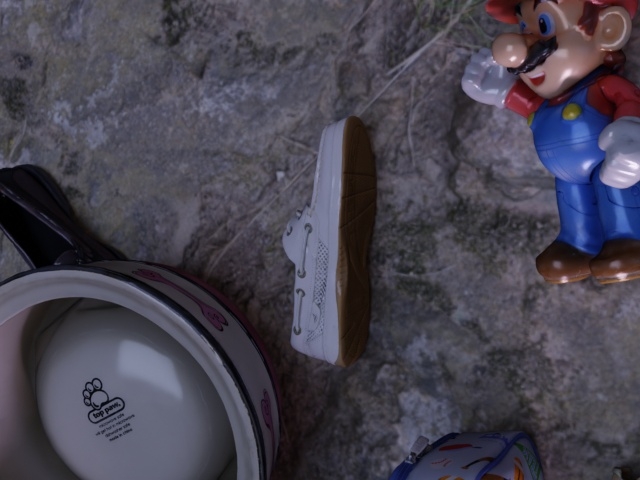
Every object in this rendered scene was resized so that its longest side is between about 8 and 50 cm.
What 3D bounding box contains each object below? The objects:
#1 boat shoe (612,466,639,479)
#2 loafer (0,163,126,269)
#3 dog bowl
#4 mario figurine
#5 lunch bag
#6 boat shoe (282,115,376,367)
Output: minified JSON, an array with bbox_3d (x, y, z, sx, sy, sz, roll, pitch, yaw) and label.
[{"bbox_3d":[0.313,0.255,1.005,0.190,0.068,0.072,-45,62,14],"label":"boat shoe"},{"bbox_3d":[-0.338,0.024,1.302,0.302,0.095,0.109,47,113,16],"label":"loafer"},{"bbox_3d":[-0.227,0.203,1.190,0.408,0.150,0.407,6,108,19],"label":"dog bowl"},{"bbox_3d":[0.216,-0.116,0.958,0.198,0.170,0.320,-10,91,30],"label":"mario figurine"},{"bbox_3d":[0.146,0.335,0.992,0.115,0.243,0.303,-6,93,28],"label":"lunch bag"},{"bbox_3d":[0.000,0.000,1.120,0.096,0.098,0.276,8,99,26],"label":"boat shoe"}]
